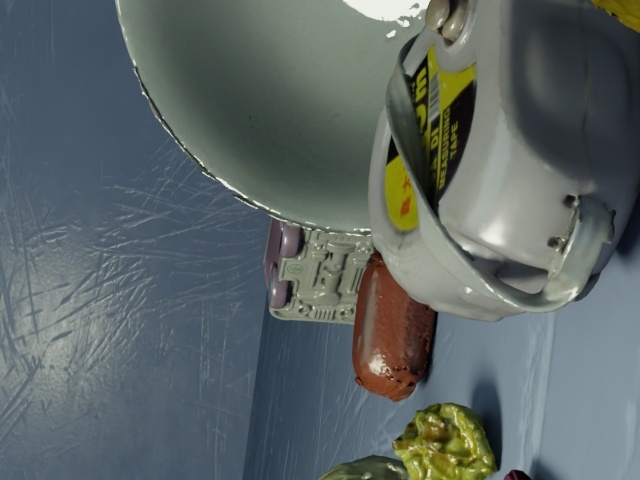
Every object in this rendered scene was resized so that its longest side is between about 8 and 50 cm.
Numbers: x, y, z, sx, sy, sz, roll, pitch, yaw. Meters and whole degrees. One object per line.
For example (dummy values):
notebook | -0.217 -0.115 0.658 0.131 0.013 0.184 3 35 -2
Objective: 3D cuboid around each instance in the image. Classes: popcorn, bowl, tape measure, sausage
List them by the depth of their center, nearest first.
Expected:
tape measure | 0.097 -0.058 0.602 0.197 0.120 0.236 140 139 -61
popcorn | 0.090 0.141 0.746 0.059 0.068 0.083 58 153 -15
bowl | 0.033 -0.190 0.786 0.157 0.346 0.345 -41 -33 -56
sausage | 0.065 0.073 0.959 0.076 0.076 0.141 149 128 -81

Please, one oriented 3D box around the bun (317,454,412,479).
bun | 0.020 0.275 0.841 0.220 0.134 0.220 -174 90 -83

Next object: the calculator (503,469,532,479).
calculator | 0.115 0.209 0.569 0.190 0.034 0.126 -91 9 -81

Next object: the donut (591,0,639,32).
donut | 0.158 -0.184 0.349 0.272 0.107 0.272 -172 90 -81

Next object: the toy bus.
toy bus | 0.013 -0.011 1.178 0.202 0.142 0.142 105 169 -50
